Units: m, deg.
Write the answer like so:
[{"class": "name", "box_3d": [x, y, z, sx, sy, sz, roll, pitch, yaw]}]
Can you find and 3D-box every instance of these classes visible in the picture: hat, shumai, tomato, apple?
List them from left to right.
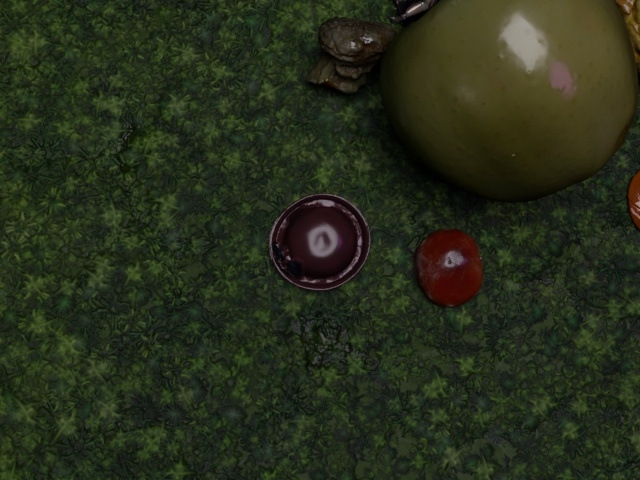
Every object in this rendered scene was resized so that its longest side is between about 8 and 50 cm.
[{"class": "hat", "box_3d": [0.000, 0.000, 1.547, 0.205, 0.089, 0.205, 0, 82, -3]}, {"class": "shumai", "box_3d": [0.063, -0.374, 1.584, 0.161, 0.209, 0.153, 8, 114, -16]}, {"class": "tomato", "box_3d": [0.261, 0.052, 1.556, 0.139, 0.091, 0.159, -7, 84, -4]}, {"class": "apple", "box_3d": [0.349, -0.292, 1.445, 0.473, 0.473, 0.473, 1, 81, -4]}]

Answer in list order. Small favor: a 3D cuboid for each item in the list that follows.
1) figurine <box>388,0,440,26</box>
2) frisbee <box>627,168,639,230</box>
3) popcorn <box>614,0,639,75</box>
[{"class": "figurine", "box_3d": [0.253, -0.545, 1.608, 0.265, 0.175, 0.197, -6, 77, -12]}, {"class": "frisbee", "box_3d": [0.740, -0.084, 1.637, 0.192, 0.035, 0.192, 0, 82, -4]}, {"class": "popcorn", "box_3d": [0.701, -0.465, 1.606, 0.250, 0.190, 0.250, -5, 104, -22]}]
